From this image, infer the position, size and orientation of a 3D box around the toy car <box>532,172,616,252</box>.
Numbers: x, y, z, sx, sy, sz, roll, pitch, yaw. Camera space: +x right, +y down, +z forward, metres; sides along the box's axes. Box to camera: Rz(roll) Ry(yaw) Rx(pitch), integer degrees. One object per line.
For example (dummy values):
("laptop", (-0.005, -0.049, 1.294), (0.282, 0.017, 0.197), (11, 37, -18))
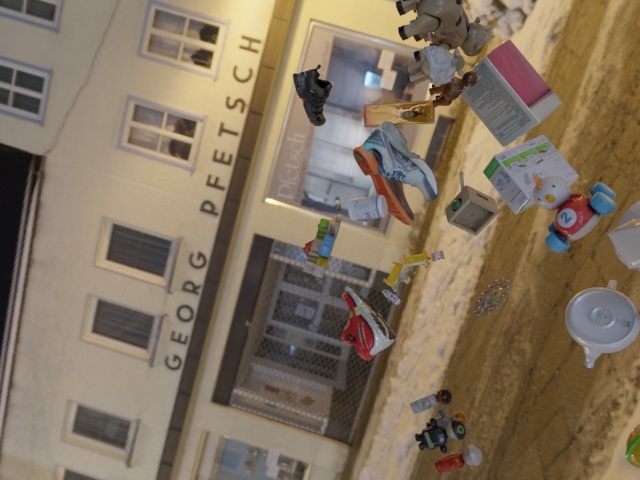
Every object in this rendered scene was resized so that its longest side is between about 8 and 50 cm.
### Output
("toy car", (0.771, -0.127, 1.493), (0.210, 0.238, 0.219), (-38, -14, -52))

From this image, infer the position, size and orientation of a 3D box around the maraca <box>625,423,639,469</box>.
("maraca", (0.724, 0.415, 0.956), (0.185, 0.127, 0.099), (-53, 20, 22))

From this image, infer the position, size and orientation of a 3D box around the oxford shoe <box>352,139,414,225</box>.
("oxford shoe", (0.266, -0.215, 1.680), (0.133, 0.363, 0.130), (-39, 23, -11))

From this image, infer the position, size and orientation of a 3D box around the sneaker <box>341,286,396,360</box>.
("sneaker", (0.096, 0.219, 1.245), (0.118, 0.107, 0.279), (-47, 22, 6))

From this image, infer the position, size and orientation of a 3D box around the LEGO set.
("LEGO set", (0.360, 0.129, 1.820), (0.287, 0.132, 0.107), (-41, -39, -2))

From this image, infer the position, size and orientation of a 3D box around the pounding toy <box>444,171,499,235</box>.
("pounding toy", (0.459, -0.113, 1.428), (0.130, 0.141, 0.100), (-56, 17, 37))

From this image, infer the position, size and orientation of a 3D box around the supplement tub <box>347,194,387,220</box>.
("supplement tub", (0.145, -0.099, 1.411), (0.071, 0.107, 0.070), (28, -121, -60))

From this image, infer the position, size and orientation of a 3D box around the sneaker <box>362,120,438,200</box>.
("sneaker", (0.238, -0.218, 1.399), (0.122, 0.283, 0.110), (-39, -7, -4))

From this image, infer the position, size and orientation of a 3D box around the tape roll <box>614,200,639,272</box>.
("tape roll", (1.039, 0.001, 1.365), (0.169, 0.246, 0.246), (-108, 32, -69))

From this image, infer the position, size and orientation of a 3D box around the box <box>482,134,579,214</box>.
("box", (0.838, -0.266, 1.841), (0.231, 0.262, 0.126), (60, 163, 20))

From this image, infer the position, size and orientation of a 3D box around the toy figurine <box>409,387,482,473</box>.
("toy figurine", (0.390, 0.585, 1.433), (0.148, 0.213, 0.209), (-28, 24, 16))

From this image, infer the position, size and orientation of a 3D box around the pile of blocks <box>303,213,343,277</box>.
("pile of blocks", (0.000, 0.000, 1.865), (0.362, 0.113, 0.148), (-70, -5, -50))

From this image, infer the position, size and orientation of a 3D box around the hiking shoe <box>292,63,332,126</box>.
("hiking shoe", (-0.006, -0.471, 1.526), (0.227, 0.114, 0.086), (56, -162, -56))

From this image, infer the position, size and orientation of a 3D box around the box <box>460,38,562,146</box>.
("box", (0.522, -0.409, 1.293), (0.127, 0.232, 0.148), (-39, 0, -24))

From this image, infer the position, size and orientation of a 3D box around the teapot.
("teapot", (1.044, 0.300, 1.714), (0.187, 0.256, 0.252), (39, -154, -53))

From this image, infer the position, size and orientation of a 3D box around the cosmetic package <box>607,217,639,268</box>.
("cosmetic package", (0.842, -0.007, 1.135), (0.117, 0.086, 0.231), (62, 174, 5))

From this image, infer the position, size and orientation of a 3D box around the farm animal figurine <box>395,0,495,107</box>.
("farm animal figurine", (0.298, -0.497, 1.061), (0.327, 0.172, 0.330), (-6, -95, -60))

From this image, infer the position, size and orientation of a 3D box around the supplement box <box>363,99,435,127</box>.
("supplement box", (0.265, -0.424, 1.554), (0.080, 0.234, 0.078), (-42, -49, -75))

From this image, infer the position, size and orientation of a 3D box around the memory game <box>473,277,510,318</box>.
("memory game", (0.644, 0.215, 1.738), (0.186, 0.012, 0.186), (-52, 5, 6))
